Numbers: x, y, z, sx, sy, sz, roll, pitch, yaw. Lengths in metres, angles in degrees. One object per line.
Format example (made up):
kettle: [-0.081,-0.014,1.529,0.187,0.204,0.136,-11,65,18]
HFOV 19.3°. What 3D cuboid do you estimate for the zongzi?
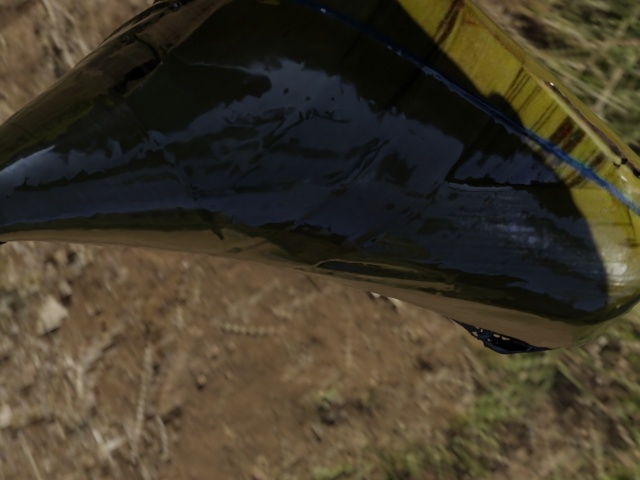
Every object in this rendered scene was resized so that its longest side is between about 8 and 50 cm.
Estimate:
zongzi: [0.000,0.000,0.796,0.260,0.123,0.289,45,54,-7]
